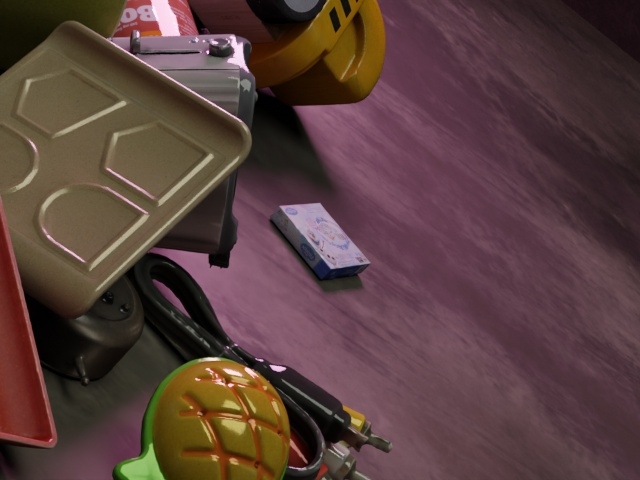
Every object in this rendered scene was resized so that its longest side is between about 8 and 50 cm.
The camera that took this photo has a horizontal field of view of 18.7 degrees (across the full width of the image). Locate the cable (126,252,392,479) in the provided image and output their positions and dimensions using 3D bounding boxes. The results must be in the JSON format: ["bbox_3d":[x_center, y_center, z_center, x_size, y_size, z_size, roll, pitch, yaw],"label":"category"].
[{"bbox_3d":[-0.073,0.131,1.699,0.287,0.072,0.139,34,38,10],"label":"cable"}]

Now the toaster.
[{"bbox_3d":[-0.141,-0.081,1.732,0.146,0.227,0.129,4,34,-8],"label":"toaster"}]

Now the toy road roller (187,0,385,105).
[{"bbox_3d":[-0.013,-0.302,2.236,0.241,0.202,0.329,54,55,-34],"label":"toy road roller"}]

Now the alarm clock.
[{"bbox_3d":[-0.202,0.040,1.603,0.129,0.064,0.192,40,20,-7],"label":"alarm clock"}]

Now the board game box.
[{"bbox_3d":[0.000,0.000,2.057,0.090,0.020,0.090,51,24,17],"label":"board game box"}]

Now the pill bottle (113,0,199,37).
[{"bbox_3d":[-0.170,-0.165,1.932,0.121,0.121,0.216,27,27,-35],"label":"pill bottle"}]

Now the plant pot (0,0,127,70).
[{"bbox_3d":[-0.348,-0.291,1.732,0.293,0.275,0.275,5,41,-32],"label":"plant pot"}]

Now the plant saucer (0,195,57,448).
[{"bbox_3d":[-0.319,0.026,1.386,0.258,0.047,0.259,20,44,-48],"label":"plant saucer"}]

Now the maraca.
[{"bbox_3d":[-0.090,0.169,1.519,0.127,0.099,0.186,42,48,-7],"label":"maraca"}]

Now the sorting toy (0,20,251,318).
[{"bbox_3d":[-0.240,-0.082,1.592,0.307,0.041,0.229,32,58,19],"label":"sorting toy"}]
